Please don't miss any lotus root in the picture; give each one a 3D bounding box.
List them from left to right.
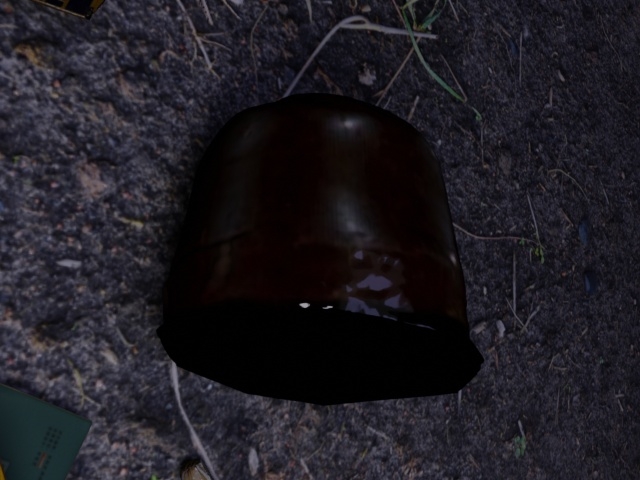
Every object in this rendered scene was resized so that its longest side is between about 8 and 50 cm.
[{"bbox_3d":[-0.150,0.312,0.860,0.037,0.030,0.083,-29,106,-11],"label":"lotus root"}]

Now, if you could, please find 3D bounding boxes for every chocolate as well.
[{"bbox_3d":[0.000,0.000,0.849,0.383,0.383,0.331,31,52,-38],"label":"chocolate"}]

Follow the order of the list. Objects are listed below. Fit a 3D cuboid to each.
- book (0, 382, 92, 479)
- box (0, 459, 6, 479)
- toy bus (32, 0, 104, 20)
[{"bbox_3d":[-0.416,0.220,0.607,0.379,0.031,0.264,39,61,-35],"label":"book"},{"bbox_3d":[-0.387,0.153,0.560,0.192,0.084,0.302,-19,98,-46],"label":"box"},{"bbox_3d":[-0.308,-0.312,0.704,0.201,0.114,0.098,9,51,-44],"label":"toy bus"}]
